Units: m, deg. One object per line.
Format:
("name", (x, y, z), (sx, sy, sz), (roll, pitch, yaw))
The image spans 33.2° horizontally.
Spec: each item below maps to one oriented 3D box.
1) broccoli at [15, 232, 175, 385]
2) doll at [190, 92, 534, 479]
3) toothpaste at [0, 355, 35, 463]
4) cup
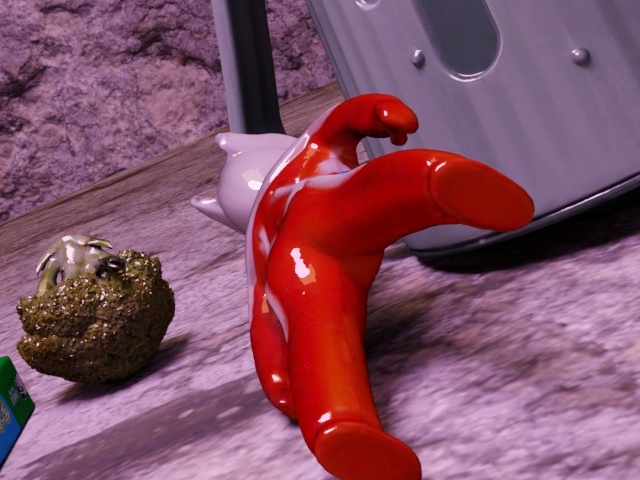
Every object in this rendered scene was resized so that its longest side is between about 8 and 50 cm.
("broccoli", (-0.174, 0.053, 0.828), (0.130, 0.120, 0.131), (-35, -25, 17))
("doll", (0.000, 0.000, 0.632), (0.188, 0.099, 0.384), (-67, 19, 8))
("toothpaste", (-0.257, 0.148, 0.726), (0.065, 0.050, 0.266), (-25, 11, 1))
("cup", (0.091, -0.188, 0.788), (0.401, 0.392, 0.310), (-28, 6, 2))
